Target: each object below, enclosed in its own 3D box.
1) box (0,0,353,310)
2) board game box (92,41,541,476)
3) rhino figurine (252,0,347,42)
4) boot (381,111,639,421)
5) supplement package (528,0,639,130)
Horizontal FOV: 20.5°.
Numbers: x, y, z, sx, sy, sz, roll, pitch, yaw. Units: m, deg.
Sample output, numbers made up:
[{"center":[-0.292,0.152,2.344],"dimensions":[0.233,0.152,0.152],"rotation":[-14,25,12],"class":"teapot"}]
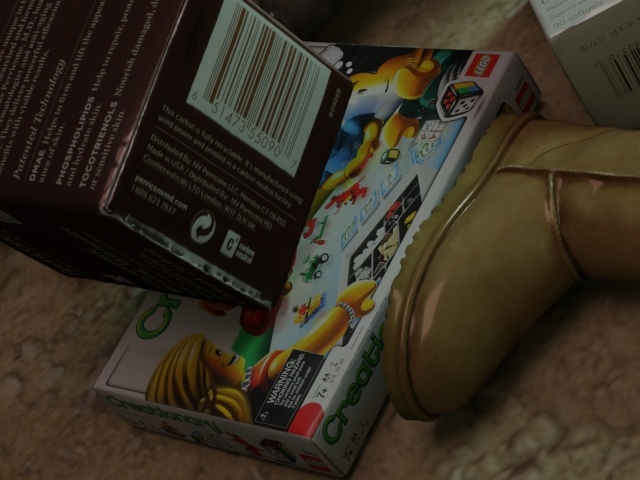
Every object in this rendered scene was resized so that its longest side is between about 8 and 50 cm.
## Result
[{"center":[-0.122,-0.069,1.137],"dimensions":[0.203,0.168,0.167],"rotation":[7,73,41],"class":"box"},{"center":[0.000,0.000,1.176],"dimensions":[0.193,0.053,0.305],"rotation":[7,58,40],"class":"board game box"},{"center":[-0.047,-0.153,1.302],"dimensions":[0.073,0.106,0.243],"rotation":[35,90,33],"class":"rhino figurine"},{"center":[0.188,0.012,1.009],"dimensions":[0.269,0.089,0.236],"rotation":[5,57,36],"class":"boot"},{"center":[0.187,-0.173,1.160],"dimensions":[0.105,0.105,0.179],"rotation":[-29,42,11],"class":"supplement package"}]
